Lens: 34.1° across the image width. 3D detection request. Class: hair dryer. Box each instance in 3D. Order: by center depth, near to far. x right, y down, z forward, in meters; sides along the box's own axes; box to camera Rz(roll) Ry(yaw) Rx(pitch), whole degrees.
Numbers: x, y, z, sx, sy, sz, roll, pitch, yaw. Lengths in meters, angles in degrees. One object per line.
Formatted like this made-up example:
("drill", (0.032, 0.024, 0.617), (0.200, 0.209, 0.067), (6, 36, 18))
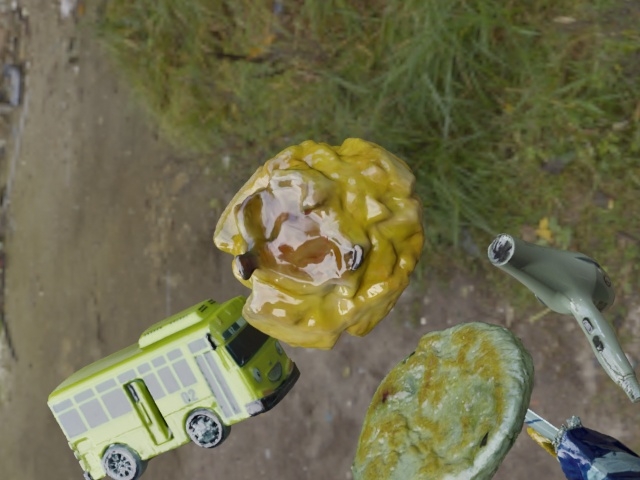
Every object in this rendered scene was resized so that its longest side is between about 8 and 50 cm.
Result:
("hair dryer", (0.293, 0.074, 1.274), (0.088, 0.219, 0.225), (-46, 23, 26))

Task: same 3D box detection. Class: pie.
("pie", (0.097, 0.145, 0.844), (0.187, 0.041, 0.187), (-39, 26, 23))

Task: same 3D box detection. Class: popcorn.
("popcorn", (0.000, 0.000, 0.778), (0.148, 0.152, 0.167), (34, 108, 12))

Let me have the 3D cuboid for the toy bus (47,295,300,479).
("toy bus", (-0.171, 0.171, 1.218), (0.262, 0.128, 0.150), (-26, 96, 22))

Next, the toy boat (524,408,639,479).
("toy boat", (0.246, 0.194, 1.103), (0.067, 0.220, 0.291), (-51, 47, 3))
